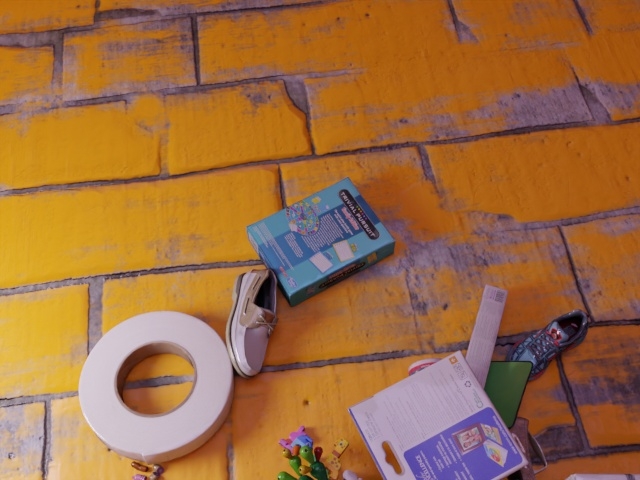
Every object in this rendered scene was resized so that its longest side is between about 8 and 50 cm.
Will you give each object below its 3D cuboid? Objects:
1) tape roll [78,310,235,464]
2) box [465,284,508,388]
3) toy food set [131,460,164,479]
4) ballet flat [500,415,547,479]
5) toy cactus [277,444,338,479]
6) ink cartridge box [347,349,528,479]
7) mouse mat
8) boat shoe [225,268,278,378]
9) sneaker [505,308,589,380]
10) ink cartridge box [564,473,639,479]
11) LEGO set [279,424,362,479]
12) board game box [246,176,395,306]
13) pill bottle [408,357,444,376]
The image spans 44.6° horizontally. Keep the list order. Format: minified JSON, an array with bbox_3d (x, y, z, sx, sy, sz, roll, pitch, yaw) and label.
[{"bbox_3d":[-0.410,0.363,1.974,0.391,0.072,0.392,0,56,0],"label":"tape roll"},{"bbox_3d":[0.419,0.263,2.019,0.067,0.063,0.324,15,56,12],"label":"box"},{"bbox_3d":[-0.426,0.550,1.901,0.077,0.019,0.122,-23,61,-12],"label":"toy food set"},{"bbox_3d":[0.488,0.559,1.835,0.106,0.108,0.316,-1,60,-8],"label":"ballet flat"},{"bbox_3d":[-0.010,0.562,1.796,0.180,0.219,0.112,12,17,7],"label":"toy cactus"},{"bbox_3d":[0.267,0.454,1.806,0.307,0.072,0.304,-27,64,-5],"label":"ink cartridge box"},{"bbox_3d":[0.441,0.380,1.936,0.152,0.007,0.190,-10,44,50],"label":"mouse mat"},{"bbox_3d":[-0.171,0.206,2.033,0.103,0.113,0.302,-22,54,29],"label":"boat shoe"},{"bbox_3d":[0.580,0.255,1.998,0.261,0.125,0.104,-34,64,-18],"label":"sneaker"},{"bbox_3d":[0.688,0.601,1.742,0.289,0.211,0.122,0,61,2],"label":"ink cartridge box"},{"bbox_3d":[0.015,0.510,1.879,0.227,0.087,0.093,34,66,18],"label":"LEGO set"},{"bbox_3d":[0.000,0.000,2.188,0.336,0.079,0.254,-27,62,-14],"label":"board game box"},{"bbox_3d":[0.283,0.393,1.932,0.107,0.108,0.180,-6,59,-2],"label":"pill bottle"}]
